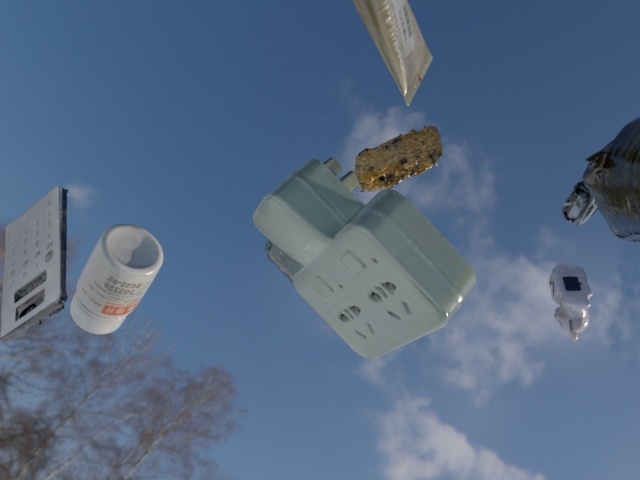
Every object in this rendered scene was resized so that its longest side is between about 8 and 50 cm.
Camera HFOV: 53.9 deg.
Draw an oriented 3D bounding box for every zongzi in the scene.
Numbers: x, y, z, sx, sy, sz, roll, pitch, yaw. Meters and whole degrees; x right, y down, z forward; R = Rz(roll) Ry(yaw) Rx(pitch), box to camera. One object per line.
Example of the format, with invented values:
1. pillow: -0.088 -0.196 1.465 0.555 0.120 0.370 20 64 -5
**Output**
1. zongzi: 0.617 -0.127 0.798 0.432 0.403 0.208 -30 -77 3

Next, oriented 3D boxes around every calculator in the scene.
1. calculator: -0.498 0.039 1.096 0.161 0.262 0.021 -32 -38 18

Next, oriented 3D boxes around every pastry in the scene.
1. pastry: 0.117 -0.124 0.951 0.140 0.080 0.056 -16 -47 12

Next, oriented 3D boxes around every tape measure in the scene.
1. tape measure: 0.496 -0.076 1.179 0.054 0.091 0.094 41 -39 29

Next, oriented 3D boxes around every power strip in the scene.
1. power strip: 0.053 0.008 0.832 0.261 0.141 0.229 46 -34 0

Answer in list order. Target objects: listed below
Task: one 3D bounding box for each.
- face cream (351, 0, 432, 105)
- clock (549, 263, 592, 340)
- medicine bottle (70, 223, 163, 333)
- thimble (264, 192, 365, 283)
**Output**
1. face cream: 0.109 -0.409 1.101 0.084 0.137 0.341 1 -37 40
2. clock: 0.587 0.141 1.484 0.079 0.176 0.117 -1 -55 11
3. medicine bottle: -0.455 0.089 1.383 0.144 0.144 0.252 44 -54 0
4. thimble: 0.000 0.000 1.168 0.143 0.198 0.235 43 -27 5
